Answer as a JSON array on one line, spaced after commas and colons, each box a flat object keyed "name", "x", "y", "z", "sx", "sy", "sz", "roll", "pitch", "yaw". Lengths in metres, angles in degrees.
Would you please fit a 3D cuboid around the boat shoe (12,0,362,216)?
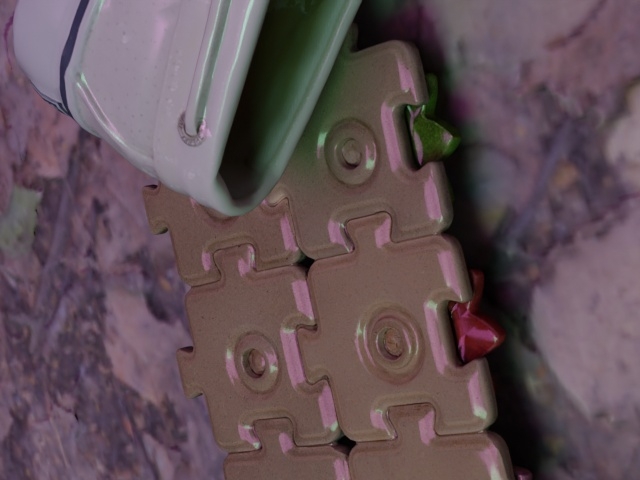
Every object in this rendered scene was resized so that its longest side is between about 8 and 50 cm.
[{"name": "boat shoe", "x": 0.030, "y": -0.160, "z": 0.433, "sx": 0.156, "sy": 0.136, "sz": 0.367, "roll": 40, "pitch": 112, "yaw": 20}]

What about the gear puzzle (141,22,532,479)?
[{"name": "gear puzzle", "x": 0.000, "y": 0.000, "z": 0.572, "sx": 0.175, "sy": 0.044, "sz": 0.338, "roll": -13, "pitch": 89, "yaw": 41}]
